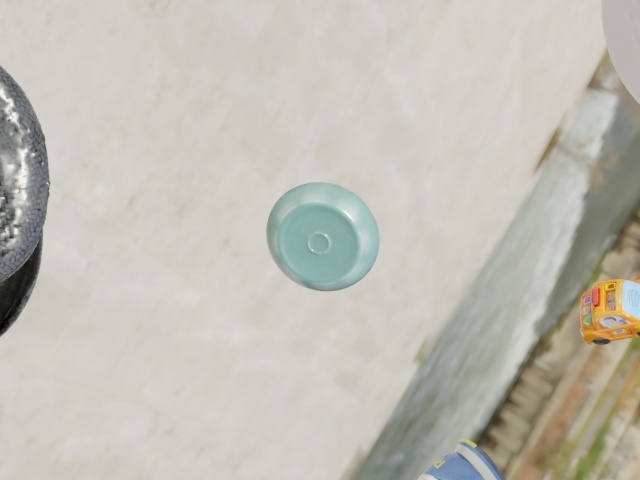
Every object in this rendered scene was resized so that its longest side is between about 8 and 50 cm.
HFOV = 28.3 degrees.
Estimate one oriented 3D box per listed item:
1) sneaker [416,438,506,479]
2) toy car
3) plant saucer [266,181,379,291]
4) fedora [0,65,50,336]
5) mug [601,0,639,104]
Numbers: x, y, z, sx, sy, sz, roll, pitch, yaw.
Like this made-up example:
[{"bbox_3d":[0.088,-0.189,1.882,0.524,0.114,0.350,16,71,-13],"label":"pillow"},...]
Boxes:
[{"bbox_3d":[0.102,0.186,0.733,0.059,0.144,0.053,-29,147,-10],"label":"sneaker"},{"bbox_3d":[0.195,0.007,0.799,0.040,0.060,0.122,31,73,-42],"label":"toy car"},{"bbox_3d":[0.000,0.000,1.293,0.021,0.119,0.119,-59,172,-68],"label":"plant saucer"},{"bbox_3d":[-0.311,-0.068,0.969,0.334,0.152,0.334,18,65,-44],"label":"fedora"},{"bbox_3d":[0.472,-0.295,1.214,0.328,0.276,0.374,178,-85,-74],"label":"mug"}]
